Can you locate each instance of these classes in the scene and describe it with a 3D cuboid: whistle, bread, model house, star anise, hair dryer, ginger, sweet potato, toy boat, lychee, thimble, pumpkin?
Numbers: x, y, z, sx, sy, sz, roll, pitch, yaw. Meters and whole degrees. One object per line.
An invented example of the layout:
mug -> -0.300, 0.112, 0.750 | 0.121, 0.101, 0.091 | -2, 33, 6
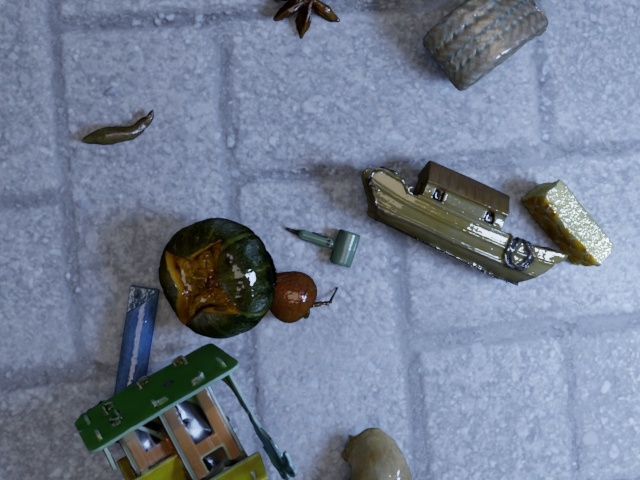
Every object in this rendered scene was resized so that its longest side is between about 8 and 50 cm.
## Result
whistle -> -0.368, 0.242, 1.786 | 0.062, 0.062, 0.304 | 9, 88, -5
bread -> 0.501, -0.032, 1.839 | 0.068, 0.125, 0.188 | -40, 94, -6
model house -> -0.220, 0.413, 1.645 | 0.300, 0.340, 0.324 | -30, 107, -18
star anise -> -0.029, -0.490, 1.827 | 0.167, 0.057, 0.168 | 0, 88, -5
hair dryer -> 0.000, 0.000, 1.835 | 0.150, 0.047, 0.071 | 18, 89, 1
ginger -> 0.103, 0.506, 1.795 | 0.138, 0.152, 0.267 | 18, 82, -34
sweet potato -> -0.397, -0.215, 1.800 | 0.153, 0.038, 0.041 | -20, 114, -7
toy boat -> 0.286, -0.044, 1.826 | 0.445, 0.136, 0.162 | 25, 91, -9
lychee -> -0.046, 0.111, 1.797 | 0.140, 0.101, 0.114 | 22, 78, 1
thimble -> 0.324, -0.412, 1.790 | 0.229, 0.196, 0.148 | -38, 92, -3
pumpkin -> -0.193, 0.070, 1.742 | 0.237, 0.159, 0.238 | 4, 101, 22
